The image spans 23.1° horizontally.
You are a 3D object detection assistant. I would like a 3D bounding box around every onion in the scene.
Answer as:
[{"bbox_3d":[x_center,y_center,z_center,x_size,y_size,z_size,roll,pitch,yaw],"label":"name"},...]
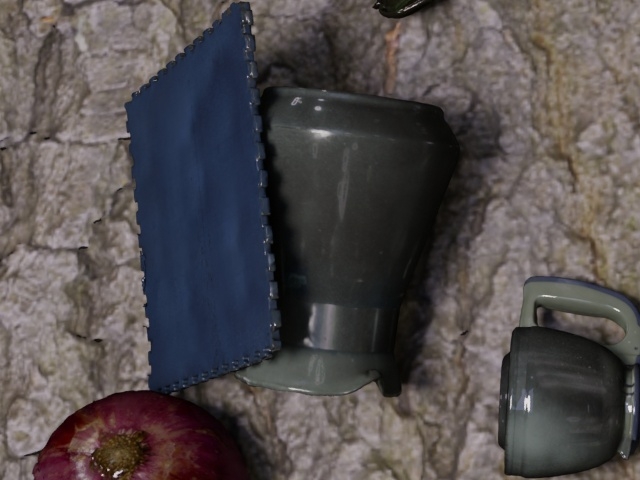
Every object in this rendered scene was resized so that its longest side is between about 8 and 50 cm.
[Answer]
[{"bbox_3d":[-0.142,0.205,1.236,0.177,0.153,0.177,-9,68,23],"label":"onion"}]

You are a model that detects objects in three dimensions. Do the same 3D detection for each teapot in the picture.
[{"bbox_3d":[0.000,0.000,1.208,0.203,0.171,0.225,9,92,46],"label":"teapot"},{"bbox_3d":[0.187,0.110,1.155,0.108,0.149,0.111,4,122,8],"label":"teapot"}]

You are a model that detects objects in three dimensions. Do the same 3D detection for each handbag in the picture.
[{"bbox_3d":[0.086,-0.215,1.246,0.111,0.072,0.047,-38,85,16],"label":"handbag"}]

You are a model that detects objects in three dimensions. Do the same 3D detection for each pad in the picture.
[{"bbox_3d":[-0.097,-0.022,1.228,0.269,0.012,0.270,-23,71,61],"label":"pad"}]
